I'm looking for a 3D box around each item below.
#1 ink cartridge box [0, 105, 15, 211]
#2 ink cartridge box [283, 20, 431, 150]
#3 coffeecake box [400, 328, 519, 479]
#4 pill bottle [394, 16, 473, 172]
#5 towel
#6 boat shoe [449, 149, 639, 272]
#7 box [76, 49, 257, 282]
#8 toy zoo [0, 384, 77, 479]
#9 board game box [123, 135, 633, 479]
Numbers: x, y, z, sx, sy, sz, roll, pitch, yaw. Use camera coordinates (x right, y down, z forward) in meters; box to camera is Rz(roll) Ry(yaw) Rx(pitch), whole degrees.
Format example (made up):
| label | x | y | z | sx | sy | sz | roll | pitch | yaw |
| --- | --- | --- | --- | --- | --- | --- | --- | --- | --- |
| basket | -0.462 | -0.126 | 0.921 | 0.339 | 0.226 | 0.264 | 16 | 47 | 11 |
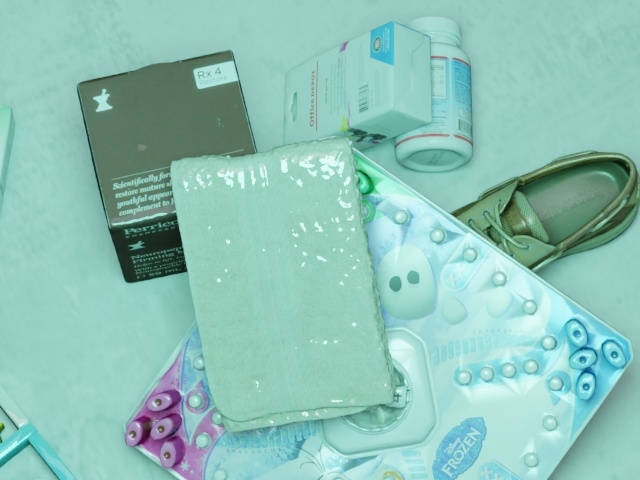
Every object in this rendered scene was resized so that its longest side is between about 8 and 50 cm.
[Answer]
| label | x | y | z | sx | sy | sz | roll | pitch | yaw |
| --- | --- | --- | --- | --- | --- | --- | --- | --- | --- |
| ink cartridge box | -0.441 | -0.047 | 2.032 | 0.181 | 0.056 | 0.224 | 6 | 70 | 1 |
| ink cartridge box | 0.040 | -0.160 | 2.041 | 0.062 | 0.181 | 0.104 | 16 | 67 | -38 |
| coffeecake box | 0.181 | 0.178 | 1.930 | 0.142 | 0.068 | 0.185 | 20 | 93 | 6 |
| pill bottle | 0.125 | -0.163 | 2.059 | 0.087 | 0.087 | 0.160 | 1 | 71 | -1 |
| towel | -0.035 | 0.045 | 1.830 | 0.187 | 0.049 | 0.282 | -8 | 98 | 5 |
| boat shoe | 0.202 | -0.011 | 1.995 | 0.324 | 0.116 | 0.123 | -31 | 75 | -10 |
| box | -0.153 | -0.074 | 1.966 | 0.169 | 0.203 | 0.167 | -13 | 73 | -4 |
| toy zoo | -0.373 | 0.260 | 1.943 | 0.192 | 0.030 | 0.293 | -39 | 76 | -12 |
| board game box | 0.052 | 0.156 | 1.884 | 0.390 | 0.050 | 0.390 | 35 | 97 | 5 |
